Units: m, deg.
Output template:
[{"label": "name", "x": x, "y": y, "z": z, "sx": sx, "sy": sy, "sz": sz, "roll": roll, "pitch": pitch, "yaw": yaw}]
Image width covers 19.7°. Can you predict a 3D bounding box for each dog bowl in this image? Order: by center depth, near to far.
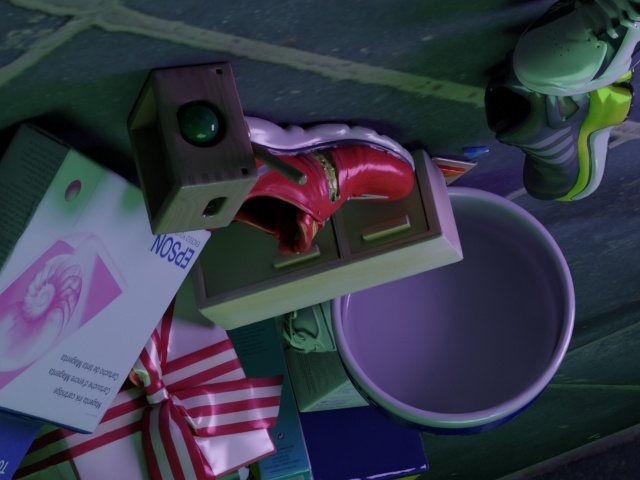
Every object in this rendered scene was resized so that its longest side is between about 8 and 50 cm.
[{"label": "dog bowl", "x": 0.143, "y": 0.080, "z": 2.023, "sx": 0.265, "sy": 0.264, "sz": 0.104, "roll": -14, "pitch": 164, "yaw": -2}]

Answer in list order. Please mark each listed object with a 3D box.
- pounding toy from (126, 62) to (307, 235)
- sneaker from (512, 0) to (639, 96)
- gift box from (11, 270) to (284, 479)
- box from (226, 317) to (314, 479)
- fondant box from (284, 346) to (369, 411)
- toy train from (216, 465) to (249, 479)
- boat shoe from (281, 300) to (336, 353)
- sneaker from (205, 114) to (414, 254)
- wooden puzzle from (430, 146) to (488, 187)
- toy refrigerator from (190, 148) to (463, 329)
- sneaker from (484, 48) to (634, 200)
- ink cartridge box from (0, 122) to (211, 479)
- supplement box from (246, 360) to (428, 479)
[{"label": "pounding toy", "x": -0.091, "y": -0.076, "z": 1.571, "sx": 0.100, "sy": 0.130, "sz": 0.141, "roll": -8, "pitch": 161, "yaw": -21}, {"label": "sneaker", "x": 0.251, "y": -0.207, "z": 1.511, "sx": 0.235, "sy": 0.094, "sz": 0.153, "roll": -21, "pitch": 160, "yaw": 17}, {"label": "gift box", "x": -0.205, "y": 0.165, "z": 2.005, "sx": 0.276, "sy": 0.255, "sz": 0.258, "roll": -27, "pitch": 179, "yaw": -28}, {"label": "box", "x": -0.065, "y": 0.166, "z": 2.146, "sx": 0.060, "sy": 0.244, "sz": 0.100, "roll": -14, "pitch": 163, "yaw": -2}, {"label": "fondant box", "x": 0.138, "y": 0.126, "z": 2.442, "sx": 0.238, "sy": 0.096, "sz": 0.330, "roll": -3, "pitch": 160, "yaw": -34}, {"label": "toy train", "x": -0.255, "y": 0.279, "z": 2.316, "sx": 0.334, "sy": 0.190, "sz": 0.142, "roll": -17, "pitch": 163, "yaw": -10}, {"label": "boat shoe", "x": -0.010, "y": 0.108, "z": 2.281, "sx": 0.076, "sy": 0.083, "sz": 0.226, "roll": -15, "pitch": 163, "yaw": -4}, {"label": "sneaker", "x": -0.020, "y": -0.043, "z": 1.752, "sx": 0.279, "sy": 0.118, "sz": 0.107, "roll": 1, "pitch": 158, "yaw": -40}, {"label": "wooden puzzle", "x": 0.122, "y": -0.067, "z": 1.958, "sx": 0.079, "sy": 0.014, "sz": 0.116, "roll": -2, "pitch": 155, "yaw": -34}, {"label": "toy refrigerator", "x": 0.000, "y": 0.000, "z": 1.905, "sx": 0.270, "sy": 0.102, "sz": 0.094, "roll": -16, "pitch": 159, "yaw": 13}, {"label": "sneaker", "x": 0.214, "y": -0.122, "z": 1.759, "sx": 0.121, "sy": 0.111, "sz": 0.300, "roll": -3, "pitch": 156, "yaw": -3}, {"label": "ink cartridge box", "x": -0.261, "y": 0.084, "z": 1.705, "sx": 0.330, "sy": 0.071, "sz": 0.324, "roll": -61, "pitch": 158, "yaw": -2}, {"label": "supplement box", "x": -0.011, "y": 0.309, "z": 2.718, "sx": 0.194, "sy": 0.195, "sz": 0.356, "roll": -7, "pitch": 160, "yaw": -23}]
